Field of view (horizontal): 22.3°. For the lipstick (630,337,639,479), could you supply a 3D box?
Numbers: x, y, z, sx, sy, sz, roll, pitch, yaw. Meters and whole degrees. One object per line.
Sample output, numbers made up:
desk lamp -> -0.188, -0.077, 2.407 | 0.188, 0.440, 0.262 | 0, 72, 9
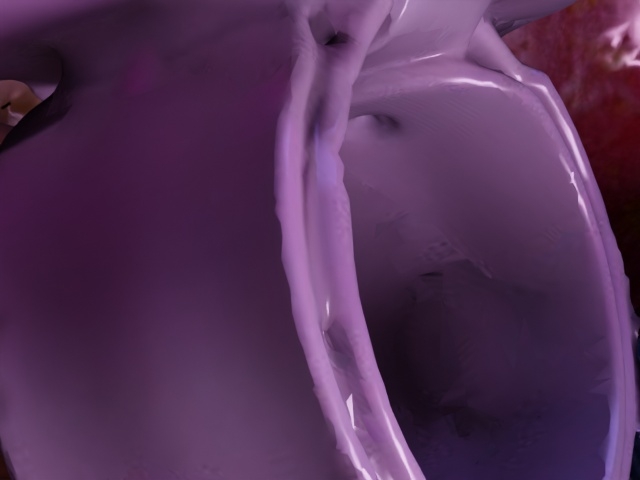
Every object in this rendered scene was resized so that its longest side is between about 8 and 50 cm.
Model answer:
lipstick -> 0.097, 0.009, 0.678 | 0.053, 0.053, 0.234 | 7, 59, -49

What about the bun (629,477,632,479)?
bun -> 0.143, 0.145, 0.529 | 0.237, 0.116, 0.210 | 9, 21, -40

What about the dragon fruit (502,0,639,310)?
dragon fruit -> 0.093, -0.053, 0.902 | 0.386, 0.249, 0.371 | 18, 0, -38

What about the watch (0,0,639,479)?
watch -> 0.000, 0.000, 0.437 | 0.210, 0.218, 0.248 | -15, -10, 29

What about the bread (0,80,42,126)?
bread -> -0.191, -0.169, 0.636 | 0.279, 0.315, 0.248 | 0, 7, -38

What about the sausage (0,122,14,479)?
sausage -> -0.172, 0.009, 0.491 | 0.304, 0.121, 0.121 | 10, 21, -39

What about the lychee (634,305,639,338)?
lychee -> 0.215, 0.085, 0.720 | 0.194, 0.194, 0.194 | 23, 15, -7
